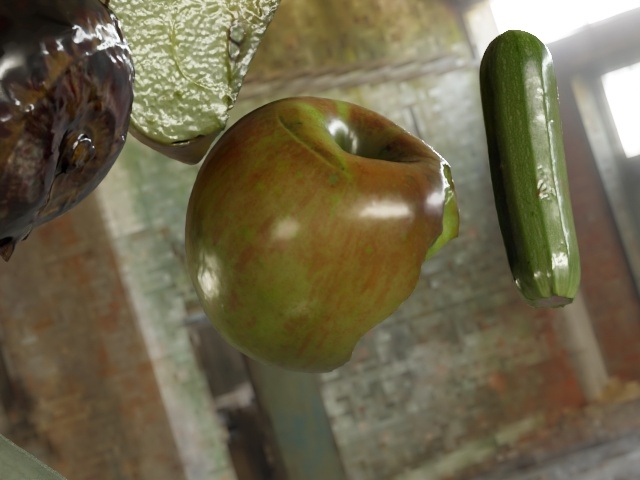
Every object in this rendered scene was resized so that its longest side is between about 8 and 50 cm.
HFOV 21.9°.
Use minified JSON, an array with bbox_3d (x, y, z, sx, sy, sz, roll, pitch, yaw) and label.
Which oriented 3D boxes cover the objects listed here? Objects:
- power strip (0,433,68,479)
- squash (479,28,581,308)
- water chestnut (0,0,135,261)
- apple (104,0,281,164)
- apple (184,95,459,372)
[{"bbox_3d":[-0.246,0.203,1.300,0.272,0.078,0.052,26,38,31],"label":"power strip"},{"bbox_3d":[0.166,-0.059,1.311,0.066,0.229,0.066,-6,-15,-2],"label":"squash"},{"bbox_3d":[-0.327,-0.135,1.525,0.300,0.300,0.300,-17,-4,-1],"label":"water chestnut"},{"bbox_3d":[-0.144,-0.264,1.980,0.179,0.346,0.254,20,-13,18],"label":"apple"},{"bbox_3d":[0.000,0.000,1.463,0.246,0.246,0.226,-12,-47,-52],"label":"apple"}]
